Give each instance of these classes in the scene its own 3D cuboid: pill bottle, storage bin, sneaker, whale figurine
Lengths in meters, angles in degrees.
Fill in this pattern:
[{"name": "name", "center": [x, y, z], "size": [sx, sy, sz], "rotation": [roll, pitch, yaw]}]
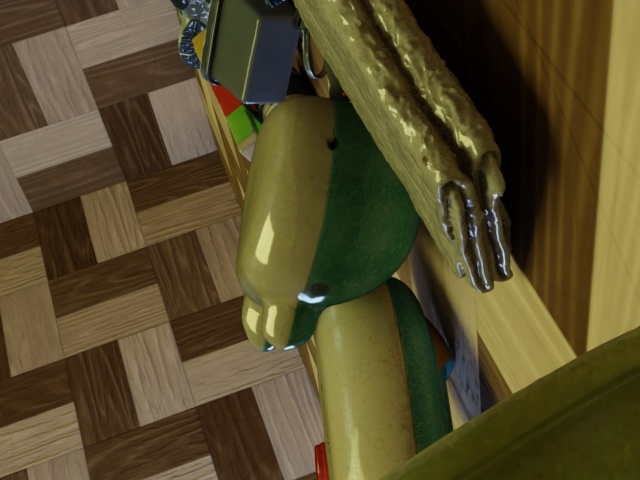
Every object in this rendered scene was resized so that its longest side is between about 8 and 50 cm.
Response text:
[{"name": "pill bottle", "center": [-0.039, -0.154, 1.270], "size": [0.120, 0.067, 0.067], "rotation": [-116, 10, -47]}, {"name": "storage bin", "center": [-0.066, -0.218, 1.201], "size": [0.091, 0.098, 0.135], "rotation": [51, 136, 44]}, {"name": "sneaker", "center": [-0.188, -0.398, 1.777], "size": [0.283, 0.110, 0.122], "rotation": [86, -179, -58]}, {"name": "whale figurine", "center": [0.000, 0.000, 0.921], "size": [0.272, 0.141, 0.216], "rotation": [110, 166, -55]}]

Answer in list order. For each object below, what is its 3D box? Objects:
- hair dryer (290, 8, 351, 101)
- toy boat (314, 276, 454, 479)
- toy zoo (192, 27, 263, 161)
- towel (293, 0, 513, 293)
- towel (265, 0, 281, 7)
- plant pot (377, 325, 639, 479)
[{"name": "hair dryer", "center": [-0.042, -0.262, 0.939], "size": [0.223, 0.080, 0.294], "rotation": [-124, 16, -68]}, {"name": "toy boat", "center": [0.073, 0.172, 1.030], "size": [0.318, 0.148, 0.268], "rotation": [95, 170, -64]}, {"name": "toy zoo", "center": [-0.075, -0.158, 1.389], "size": [0.192, 0.030, 0.293], "rotation": [41, -164, -44]}, {"name": "towel", "center": [0.039, -0.110, 0.672], "size": [0.282, 0.049, 0.187], "rotation": [61, 180, 24]}, {"name": "towel", "center": [-0.052, -0.279, 1.085], "size": [0.119, 0.029, 0.067], "rotation": [-91, -12, -67]}, {"name": "plant pot", "center": [0.111, 0.206, 0.386], "size": [0.254, 0.276, 0.276], "rotation": [56, 168, 21]}]
